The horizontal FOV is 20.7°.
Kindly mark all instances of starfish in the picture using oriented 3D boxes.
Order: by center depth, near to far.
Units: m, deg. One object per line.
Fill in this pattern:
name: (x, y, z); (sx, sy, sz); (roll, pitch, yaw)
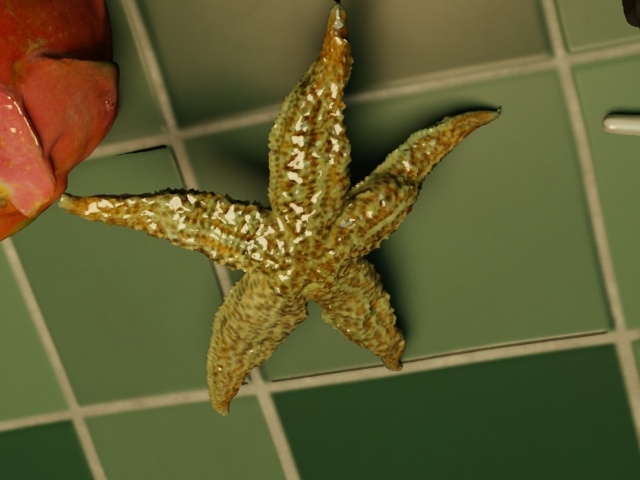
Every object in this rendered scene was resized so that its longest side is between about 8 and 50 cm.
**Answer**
starfish: (0.002, 0.003, 1.376); (0.347, 0.078, 0.358); (-40, 127, 9)

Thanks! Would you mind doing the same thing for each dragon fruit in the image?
dragon fruit: (-0.299, -0.119, 1.337); (0.291, 0.189, 0.290); (5, 119, 8)

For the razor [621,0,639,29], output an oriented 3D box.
razor: (0.356, -0.239, 1.194); (0.189, 0.107, 0.327); (31, 115, -9)

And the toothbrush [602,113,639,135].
toothbrush: (0.361, -0.079, 1.338); (0.288, 0.021, 0.024); (6, 109, 6)
